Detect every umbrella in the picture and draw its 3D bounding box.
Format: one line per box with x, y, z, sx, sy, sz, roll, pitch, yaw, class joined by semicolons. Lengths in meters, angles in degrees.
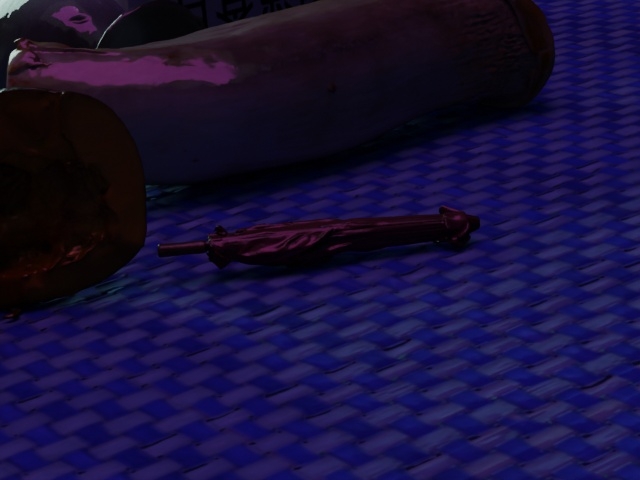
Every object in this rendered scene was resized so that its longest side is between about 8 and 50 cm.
0.000;0.000;0.858;0.165;0.025;0.027;-5;1;-7;umbrella

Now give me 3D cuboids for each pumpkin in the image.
-0.186;-0.013;0.812;0.107;0.119;0.183;16;24;42;pumpkin

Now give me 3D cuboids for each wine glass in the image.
-0.167;-0.122;1.133;0.103;0.103;0.222;-20;24;-33;wine glass

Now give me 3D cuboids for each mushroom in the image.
-0.020;-0.099;1.023;0.351;0.095;0.123;-11;47;-25;mushroom

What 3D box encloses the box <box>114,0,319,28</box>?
-0.063;-0.242;1.314;0.333;0.173;0.145;-22;27;-36;box
